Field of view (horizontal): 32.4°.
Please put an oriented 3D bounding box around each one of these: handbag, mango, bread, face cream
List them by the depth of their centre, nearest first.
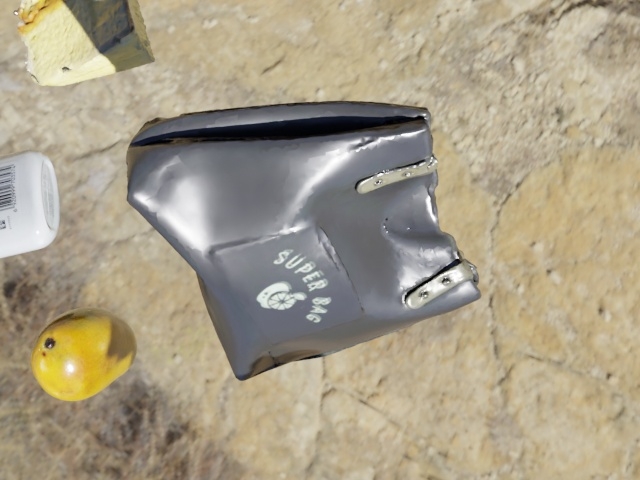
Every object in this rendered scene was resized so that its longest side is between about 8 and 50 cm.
[{"bbox_3d":[0.000,0.000,1.096,0.288,0.152,0.342,-14,134,13],"label":"handbag"},{"bbox_3d":[-0.288,0.134,1.356,0.090,0.163,0.111,13,115,23],"label":"mango"},{"bbox_3d":[-0.494,-0.029,1.485,0.291,0.071,0.143,-14,71,12],"label":"face cream"},{"bbox_3d":[-0.344,-0.334,1.487,0.178,0.135,0.240,-17,76,1],"label":"bread"}]
